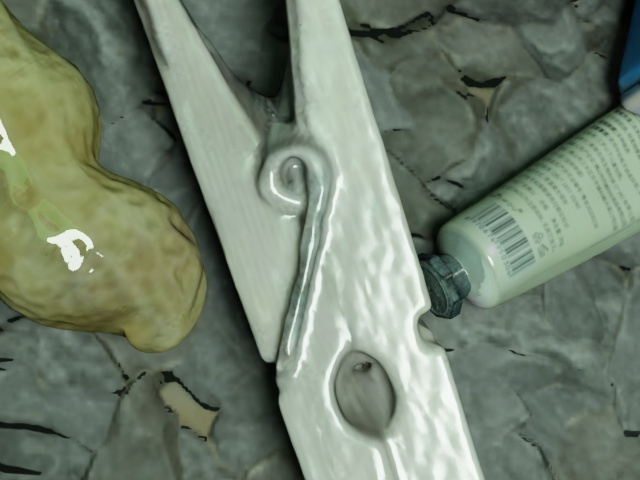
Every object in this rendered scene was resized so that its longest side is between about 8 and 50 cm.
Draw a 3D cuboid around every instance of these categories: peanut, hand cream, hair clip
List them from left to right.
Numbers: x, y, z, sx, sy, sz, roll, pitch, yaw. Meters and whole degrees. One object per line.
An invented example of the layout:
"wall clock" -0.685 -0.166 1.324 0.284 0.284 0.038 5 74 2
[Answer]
"peanut" -0.142 -0.036 0.825 0.104 0.085 0.228 -38 94 -32
"hair clip" 0.000 0.001 0.860 0.101 0.085 0.330 -19 90 -3
"hand cream" 0.149 -0.029 0.933 0.234 0.050 0.080 -29 81 -23

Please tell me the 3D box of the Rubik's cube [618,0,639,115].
"Rubik's cube" 0.362 -0.193 0.881 0.291 0.290 0.291 20 69 -13
